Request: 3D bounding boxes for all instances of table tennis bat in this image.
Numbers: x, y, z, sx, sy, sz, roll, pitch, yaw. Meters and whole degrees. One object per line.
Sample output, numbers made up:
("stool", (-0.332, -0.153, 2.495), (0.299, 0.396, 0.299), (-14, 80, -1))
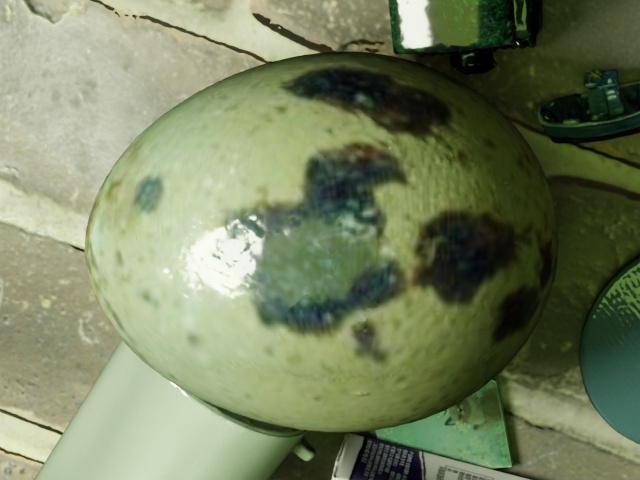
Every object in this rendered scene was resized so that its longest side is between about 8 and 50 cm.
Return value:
("table tennis bat", (0.404, 0.082, 1.604), (0.329, 0.044, 0.215), (-33, 95, 20))

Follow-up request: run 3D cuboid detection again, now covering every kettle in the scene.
("kettle", (-0.153, 0.251, 1.696), (0.265, 0.205, 0.318), (24, 111, -33))

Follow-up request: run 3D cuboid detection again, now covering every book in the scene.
("book", (0.123, 0.191, 1.702), (0.135, 0.017, 0.103), (-8, 103, 14))

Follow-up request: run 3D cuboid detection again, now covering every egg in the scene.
("egg", (0.000, 0.000, 1.504), (0.427, 0.345, 0.345), (4, 105, 7))

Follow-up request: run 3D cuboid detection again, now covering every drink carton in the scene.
("drink carton", (0.114, 0.297, 1.680), (0.222, 0.102, 0.134), (13, 111, 5))

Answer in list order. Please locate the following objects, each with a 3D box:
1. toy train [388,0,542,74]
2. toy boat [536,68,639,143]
("toy train", (0.123, -0.308, 1.490), (0.138, 0.178, 0.330), (-3, 105, 13))
("toy boat", (0.272, -0.131, 1.565), (0.137, 0.060, 0.061), (-6, 124, 17))
